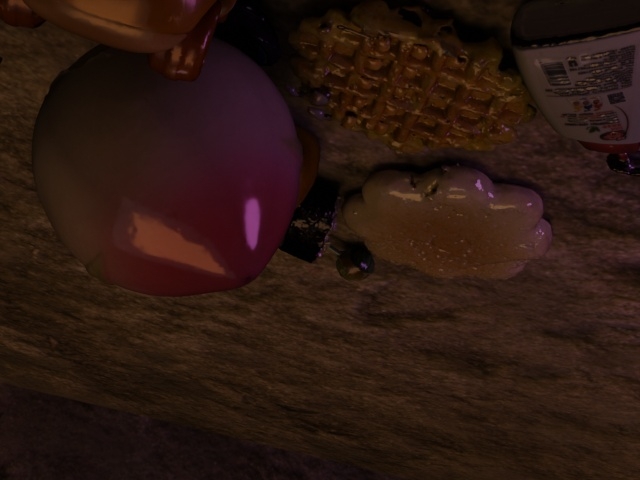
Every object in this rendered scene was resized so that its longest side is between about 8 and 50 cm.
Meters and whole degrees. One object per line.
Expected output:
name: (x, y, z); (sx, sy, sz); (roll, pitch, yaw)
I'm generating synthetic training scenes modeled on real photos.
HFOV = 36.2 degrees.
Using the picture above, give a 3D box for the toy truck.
toy truck: (-0.158, -0.273, 0.839); (0.204, 0.288, 0.212); (19, 129, -8)

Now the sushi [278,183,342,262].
sushi: (-0.017, -0.025, 1.438); (0.078, 0.091, 0.150); (15, 150, -8)

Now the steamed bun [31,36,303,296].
steamed bun: (-0.147, -0.059, 1.056); (0.309, 0.310, 0.309); (11, 154, 6)

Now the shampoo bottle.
shampoo bottle: (0.309, -0.154, 1.050); (0.153, 0.071, 0.284); (-2, 152, 28)

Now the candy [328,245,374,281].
candy: (0.000, 0.000, 1.536); (0.202, 0.061, 0.061); (34, 148, -20)

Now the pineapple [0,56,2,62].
pineapple: (-0.526, -0.220, 1.160); (0.223, 0.223, 0.357); (33, 172, -34)

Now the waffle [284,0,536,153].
waffle: (0.102, -0.179, 1.111); (0.262, 0.060, 0.280); (-6, 148, 33)

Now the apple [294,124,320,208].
apple: (-0.168, -0.081, 1.330); (0.345, 0.179, 0.254); (2, -170, 25)

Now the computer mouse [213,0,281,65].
computer mouse: (-0.098, -0.245, 1.089); (0.135, 0.047, 0.079); (30, 162, -18)

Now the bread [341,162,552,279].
bread: (0.179, -0.016, 1.403); (0.315, 0.054, 0.316); (9, 154, 5)
